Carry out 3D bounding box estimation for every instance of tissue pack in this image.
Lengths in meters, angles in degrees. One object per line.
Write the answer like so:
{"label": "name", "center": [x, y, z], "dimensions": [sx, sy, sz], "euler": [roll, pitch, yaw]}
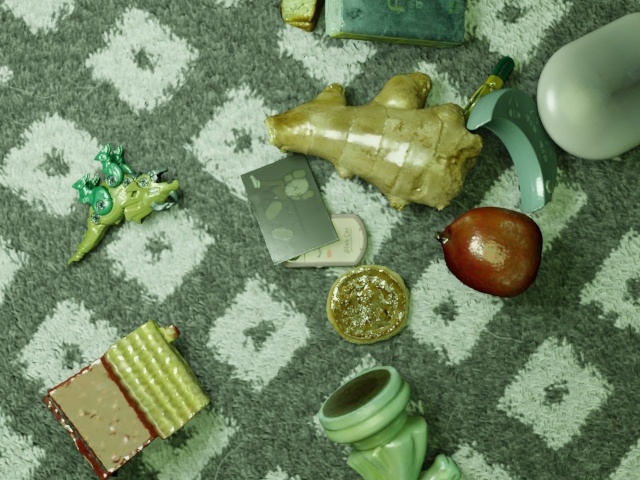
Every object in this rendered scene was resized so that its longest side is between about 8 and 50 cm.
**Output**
{"label": "tissue pack", "center": [0.133, -0.445, 1.622], "dimensions": [0.257, 0.081, 0.185], "euler": [-1, 91, -27]}

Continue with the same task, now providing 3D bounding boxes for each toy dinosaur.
{"label": "toy dinosaur", "center": [-0.387, -0.066, 1.663], "dimensions": [0.259, 0.094, 0.153], "euler": [-39, 85, 8]}

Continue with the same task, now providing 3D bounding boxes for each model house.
{"label": "model house", "center": [-0.326, 0.273, 1.615], "dimensions": [0.254, 0.160, 0.196], "euler": [-37, 88, -2]}

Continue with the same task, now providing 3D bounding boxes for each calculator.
{"label": "calculator", "center": [0.000, 0.000, 1.681], "dimensions": [0.175, 0.032, 0.100], "euler": [-2, 88, 1]}

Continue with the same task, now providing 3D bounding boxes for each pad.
{"label": "pad", "center": [-0.058, -0.061, 1.672], "dimensions": [0.127, 0.004, 0.190], "euler": [-22, 73, -1]}

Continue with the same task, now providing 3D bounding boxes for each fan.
{"label": "fan", "center": [0.311, -0.272, 1.669], "dimensions": [0.039, 0.082, 0.155], "euler": [34, 78, -4]}

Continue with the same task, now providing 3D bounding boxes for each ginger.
{"label": "ginger", "center": [0.100, -0.202, 1.622], "dimensions": [0.376, 0.166, 0.236], "euler": [24, 104, -6]}

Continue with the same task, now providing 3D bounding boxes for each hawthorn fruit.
{"label": "hawthorn fruit", "center": [0.295, 0.014, 1.611], "dimensions": [0.188, 0.169, 0.169], "euler": [20, 89, -11]}

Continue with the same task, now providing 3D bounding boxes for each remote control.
{"label": "remote control", "center": [0.541, -0.278, 1.639], "dimensions": [0.332, 0.103, 0.221], "euler": [-27, 95, -9]}

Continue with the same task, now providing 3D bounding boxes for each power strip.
{"label": "power strip", "center": [0.358, -0.167, 1.621], "dimensions": [0.253, 0.054, 0.167], "euler": [48, 53, -28]}

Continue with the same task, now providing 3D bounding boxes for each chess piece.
{"label": "chess piece", "center": [0.136, 0.387, 1.627], "dimensions": [0.176, 0.176, 0.298], "euler": [-30, 102, 0]}

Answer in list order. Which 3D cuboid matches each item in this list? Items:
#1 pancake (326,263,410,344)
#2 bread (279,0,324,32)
{"label": "pancake", "center": [0.089, 0.118, 1.680], "dimensions": [0.158, 0.028, 0.158], "euler": [0, 91, 2]}
{"label": "bread", "center": [-0.028, -0.458, 1.645], "dimensions": [0.069, 0.128, 0.140], "euler": [16, 83, 5]}
